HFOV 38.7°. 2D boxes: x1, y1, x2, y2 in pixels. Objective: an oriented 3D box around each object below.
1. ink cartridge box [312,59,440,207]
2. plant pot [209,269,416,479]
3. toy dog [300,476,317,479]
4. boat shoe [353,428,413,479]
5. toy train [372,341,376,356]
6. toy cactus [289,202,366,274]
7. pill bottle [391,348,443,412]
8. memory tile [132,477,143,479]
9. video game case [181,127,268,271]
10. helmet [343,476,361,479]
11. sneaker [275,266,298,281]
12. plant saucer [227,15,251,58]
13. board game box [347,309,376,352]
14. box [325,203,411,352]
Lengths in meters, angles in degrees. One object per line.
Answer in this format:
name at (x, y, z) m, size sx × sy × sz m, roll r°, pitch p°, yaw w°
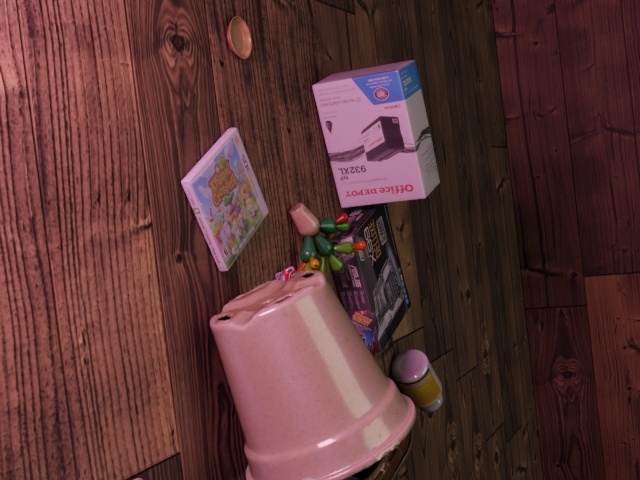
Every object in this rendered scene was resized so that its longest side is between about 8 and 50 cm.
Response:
ink cartridge box at (0.133, -0.247, 2.145) m, size 0.129 × 0.223 × 0.307 m, roll -44°, pitch 124°, yaw -58°
plant pot at (-0.039, 0.233, 1.630) m, size 0.305 × 0.334 × 0.334 m, roll 66°, pitch 29°, yaw -11°
toy dog at (-0.079, 0.466, 1.490) m, size 0.334 × 0.220 × 0.161 m, roll 16°, pitch 43°, yaw -27°
boat shoe at (0.141, 0.489, 2.137) m, size 0.307 × 0.111 × 0.104 m, roll -68°, pitch 144°, yaw -44°
toy train at (0.028, 0.308, 1.980) m, size 0.248 × 0.105 × 0.143 m, roll -33°, pitch 132°, yaw -56°
toy cactus at (0.000, 0.000, 1.967) m, size 0.219 × 0.112 × 0.180 m, roll -50°, pitch 116°, yaw -33°
pill bottle at (0.263, 0.379, 2.425) m, size 0.184 × 0.103 × 0.103 m, roll 59°, pitch 35°, yaw -41°
memory tile at (-0.283, 0.448, 1.379) m, size 0.148 × 0.012 × 0.113 m, roll -69°, pitch 144°, yaw -44°
video game case at (-0.172, -0.080, 1.706) m, size 0.212 × 0.023 × 0.193 m, roll -59°, pitch 136°, yaw -51°
helmet at (0.037, 0.557, 1.870) m, size 0.161 × 0.169 × 0.169 m, roll 71°, pitch 23°, yaw -63°
sneaker at (-0.072, 0.106, 1.857) m, size 0.067 × 0.042 × 0.118 m, roll 58°, pitch 40°, yaw -32°
plant saucer at (-0.163, -0.400, 1.802) m, size 0.083 × 0.015 × 0.083 m, roll 20°, pitch 67°, yaw -62°
board game box at (0.037, 0.202, 1.932) m, size 0.194 × 0.194 × 0.060 m, roll -52°, pitch 164°, yaw -56°
box at (0.120, 0.082, 2.218) m, size 0.242 × 0.076 × 0.307 m, roll -47°, pitch 127°, yaw -57°
